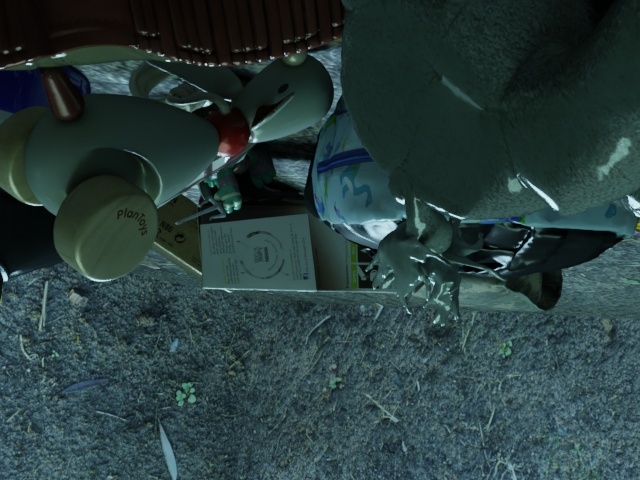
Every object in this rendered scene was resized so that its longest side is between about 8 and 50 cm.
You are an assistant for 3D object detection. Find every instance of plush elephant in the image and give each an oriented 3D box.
[{"bbox_3d":[0.153,-0.117,0.519,0.272,0.255,0.330,44,149,26],"label":"plush elephant"}]

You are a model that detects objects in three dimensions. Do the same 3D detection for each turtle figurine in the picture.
[{"bbox_3d":[-0.165,-0.095,1.270,0.175,0.118,0.234,19,-167,26],"label":"turtle figurine"}]

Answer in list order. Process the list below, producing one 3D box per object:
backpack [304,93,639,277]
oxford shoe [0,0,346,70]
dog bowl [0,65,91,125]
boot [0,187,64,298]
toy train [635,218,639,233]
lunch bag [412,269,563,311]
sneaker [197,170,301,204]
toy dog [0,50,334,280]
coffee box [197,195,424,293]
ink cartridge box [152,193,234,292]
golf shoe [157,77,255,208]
[{"bbox_3d":[0.132,-0.073,0.839,0.290,0.274,0.355,9,-167,0],"label":"backpack"},{"bbox_3d":[-0.120,-0.182,0.686,0.348,0.123,0.130,-2,-168,0],"label":"oxford shoe"},{"bbox_3d":[-0.401,-0.150,1.129,0.264,0.104,0.265,7,172,1],"label":"dog bowl"},{"bbox_3d":[-0.418,0.138,1.186,0.146,0.446,0.367,2,170,31],"label":"boot"},{"bbox_3d":[0.471,-0.028,1.445,0.166,0.046,0.125,14,171,-22],"label":"toy train"},{"bbox_3d":[0.241,0.028,1.580,0.235,0.169,0.287,2,166,29],"label":"lunch bag"},{"bbox_3d":[-0.151,-0.061,1.561,0.144,0.090,0.270,-1,171,30],"label":"sneaker"},{"bbox_3d":[-0.132,-0.118,0.842,0.220,0.334,0.161,20,134,17],"label":"toy dog"},{"bbox_3d":[0.000,0.000,1.353,0.297,0.119,0.168,0,-172,16],"label":"coffee box"},{"bbox_3d":[-0.234,-0.024,1.526,0.234,0.088,0.193,35,172,-23],"label":"ink cartridge box"},{"bbox_3d":[-0.154,-0.093,1.121,0.272,0.105,0.120,-26,163,37],"label":"golf shoe"}]
